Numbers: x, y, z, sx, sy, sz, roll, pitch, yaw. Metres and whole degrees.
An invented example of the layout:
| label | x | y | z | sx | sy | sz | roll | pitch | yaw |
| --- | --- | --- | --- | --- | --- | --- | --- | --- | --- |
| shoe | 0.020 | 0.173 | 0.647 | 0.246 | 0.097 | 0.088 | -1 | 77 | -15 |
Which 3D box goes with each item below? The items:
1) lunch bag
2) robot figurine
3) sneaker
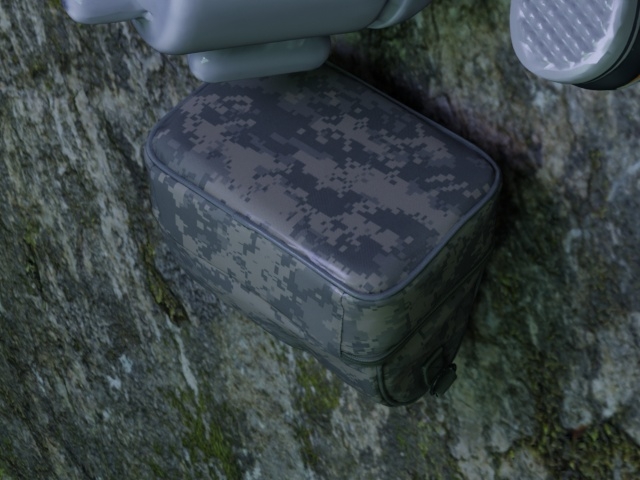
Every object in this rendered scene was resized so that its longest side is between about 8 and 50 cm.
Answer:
| label | x | y | z | sx | sy | sz | roll | pitch | yaw |
| --- | --- | --- | --- | --- | --- | --- | --- | --- | --- |
| lunch bag | 0.000 | 0.000 | 1.083 | 0.305 | 0.212 | 0.256 | 32 | 148 | 25 |
| robot figurine | -0.034 | -0.254 | 0.894 | 0.300 | 0.353 | 0.200 | 102 | 149 | -43 |
| sneaker | 0.219 | -0.265 | 0.824 | 0.126 | 0.127 | 0.321 | 18 | 100 | 41 |
